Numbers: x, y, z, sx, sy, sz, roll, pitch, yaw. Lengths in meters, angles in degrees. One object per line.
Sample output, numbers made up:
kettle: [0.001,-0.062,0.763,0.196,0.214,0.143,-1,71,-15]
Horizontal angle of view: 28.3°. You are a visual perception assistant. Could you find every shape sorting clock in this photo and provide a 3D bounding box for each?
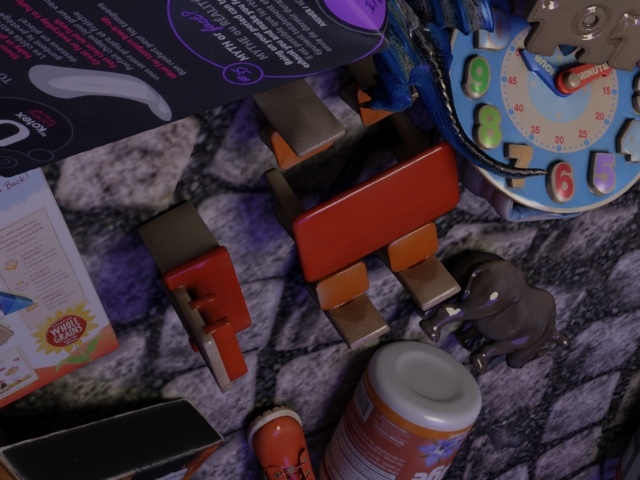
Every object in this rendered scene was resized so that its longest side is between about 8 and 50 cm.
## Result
shape sorting clock: [0.194,-0.125,1.029,0.206,0.206,0.040,-19,179,-21]

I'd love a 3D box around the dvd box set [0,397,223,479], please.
dvd box set: [-0.293,0.317,1.092,0.420,0.062,0.307,-48,164,14]

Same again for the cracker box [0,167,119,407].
cracker box: [-0.253,0.025,0.915,0.156,0.067,0.232,-26,141,-12]

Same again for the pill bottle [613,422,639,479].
pill bottle: [0.524,0.223,1.584,0.210,0.210,0.363,-10,135,-29]

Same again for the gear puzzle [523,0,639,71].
gear puzzle: [0.276,-0.265,0.913,0.175,0.044,0.339,5,135,-25]

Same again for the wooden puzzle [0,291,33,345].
wooden puzzle: [-0.262,0.076,0.893,0.116,0.014,0.078,-45,141,12]

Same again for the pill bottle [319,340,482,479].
pill bottle: [0.072,0.218,1.310,0.121,0.121,0.216,-3,131,-35]

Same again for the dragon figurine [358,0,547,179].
dragon figurine: [0.058,-0.152,0.862,0.085,0.289,0.144,-33,180,-11]

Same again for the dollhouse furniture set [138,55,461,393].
dollhouse furniture set: [0.000,0.000,1.024,0.259,0.135,0.262,-28,141,-11]

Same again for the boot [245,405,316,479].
boot: [-0.028,0.232,1.281,0.059,0.084,0.158,-26,139,-11]

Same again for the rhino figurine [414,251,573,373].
rhino figurine: [0.189,0.083,1.303,0.106,0.073,0.243,-42,143,11]

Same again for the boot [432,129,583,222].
boot: [0.234,-0.076,1.133,0.258,0.123,0.095,-15,137,-25]

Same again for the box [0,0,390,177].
box: [-0.116,-0.159,0.681,0.270,0.143,0.165,-15,149,26]
